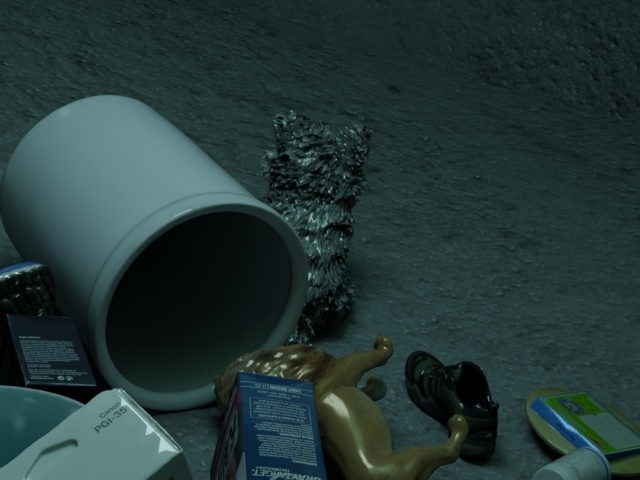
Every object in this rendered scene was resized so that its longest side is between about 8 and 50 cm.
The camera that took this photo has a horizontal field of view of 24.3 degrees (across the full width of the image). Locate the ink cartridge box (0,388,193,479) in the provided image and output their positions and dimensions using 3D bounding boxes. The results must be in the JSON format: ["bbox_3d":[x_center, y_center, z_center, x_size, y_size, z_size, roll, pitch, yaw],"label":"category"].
[{"bbox_3d":[-0.224,0.318,1.520,0.207,0.283,0.117,-38,53,-21],"label":"ink cartridge box"}]

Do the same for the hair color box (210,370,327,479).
[{"bbox_3d":[-0.063,0.325,1.778,0.105,0.174,0.347,10,27,-11],"label":"hair color box"}]

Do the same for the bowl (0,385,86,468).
[{"bbox_3d":[-0.383,0.292,1.643,0.312,0.163,0.311,2,17,-1],"label":"bowl"}]

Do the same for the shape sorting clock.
[{"bbox_3d":[0.403,0.288,2.240,0.206,0.040,0.206,21,22,-9],"label":"shape sorting clock"}]

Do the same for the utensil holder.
[{"bbox_3d":[-0.254,0.004,2.135,0.328,0.327,0.385,-5,31,-34],"label":"utensil holder"}]

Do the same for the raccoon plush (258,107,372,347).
[{"bbox_3d":[0.000,0.000,2.293,0.216,0.299,0.446,6,29,-19],"label":"raccoon plush"}]

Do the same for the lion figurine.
[{"bbox_3d":[0.049,0.266,1.997,0.240,0.142,0.392,-19,46,-37],"label":"lion figurine"}]

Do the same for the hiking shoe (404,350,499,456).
[{"bbox_3d":[0.203,0.214,2.194,0.086,0.114,0.227,-1,31,-30],"label":"hiking shoe"}]

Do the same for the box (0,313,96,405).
[{"bbox_3d":[-0.354,0.200,1.883,0.093,0.156,0.158,3,29,-24],"label":"box"}]

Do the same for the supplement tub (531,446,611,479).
[{"bbox_3d":[0.353,0.336,2.091,0.071,0.071,0.107,34,33,32],"label":"supplement tub"}]

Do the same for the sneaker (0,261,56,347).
[{"bbox_3d":[-0.502,0.106,1.950,0.330,0.129,0.147,-27,39,-25],"label":"sneaker"}]
